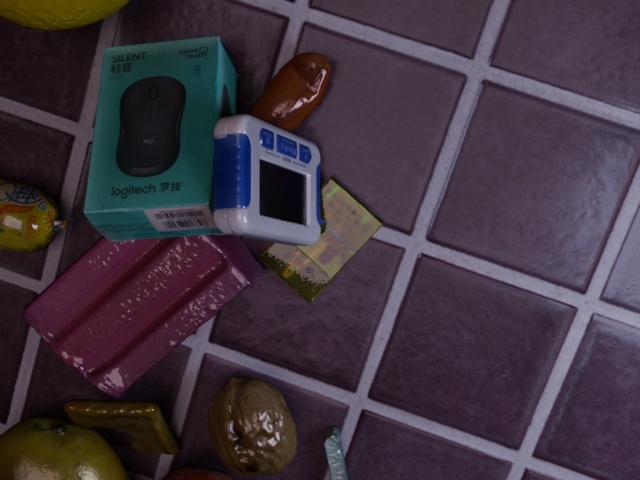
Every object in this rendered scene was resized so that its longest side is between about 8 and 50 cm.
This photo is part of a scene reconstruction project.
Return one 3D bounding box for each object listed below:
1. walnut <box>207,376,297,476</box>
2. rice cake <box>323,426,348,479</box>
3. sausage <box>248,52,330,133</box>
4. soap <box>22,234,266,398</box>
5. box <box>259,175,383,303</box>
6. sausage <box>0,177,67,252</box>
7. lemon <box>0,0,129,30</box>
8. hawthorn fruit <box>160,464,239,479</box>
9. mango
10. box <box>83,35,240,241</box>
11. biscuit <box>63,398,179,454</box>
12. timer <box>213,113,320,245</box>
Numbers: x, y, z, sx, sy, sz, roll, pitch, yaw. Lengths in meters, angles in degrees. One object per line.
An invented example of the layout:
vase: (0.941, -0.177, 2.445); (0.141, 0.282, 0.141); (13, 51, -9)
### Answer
walnut: (-0.122, 0.325, 1.366); (0.155, 0.155, 0.184); (-20, 103, 11)
rice cake: (0.034, 0.446, 1.419); (0.034, 0.043, 0.211); (-8, 101, 5)
sausage: (-0.051, -0.235, 1.277); (0.089, 0.089, 0.179); (44, 100, -2)
soap: (-0.308, 0.090, 1.351); (0.359, 0.128, 0.233); (-40, 92, 13)
box: (0.000, 0.000, 1.340); (0.121, 0.030, 0.193); (42, 103, -1)
sausage: (-0.613, -0.059, 1.365); (0.347, 0.123, 0.123); (12, 103, 6)
lemon: (-0.403, -0.476, 1.164); (0.336, 0.336, 0.336); (2, 102, 8)
hawthorn fruit: (-0.224, 0.515, 1.372); (0.235, 0.263, 0.231); (20, 59, 8)
mango: (-0.470, 0.495, 1.426); (0.253, 0.182, 0.365); (-26, 96, 11)
box: (-0.245, -0.162, 1.223); (0.205, 0.118, 0.311); (-2, 67, 7)
biscuit: (-0.355, 0.342, 1.411); (0.174, 0.039, 0.183); (-4, 139, 11)
timer: (-0.084, -0.086, 1.207); (0.078, 0.253, 0.178); (-2, 83, 26)
